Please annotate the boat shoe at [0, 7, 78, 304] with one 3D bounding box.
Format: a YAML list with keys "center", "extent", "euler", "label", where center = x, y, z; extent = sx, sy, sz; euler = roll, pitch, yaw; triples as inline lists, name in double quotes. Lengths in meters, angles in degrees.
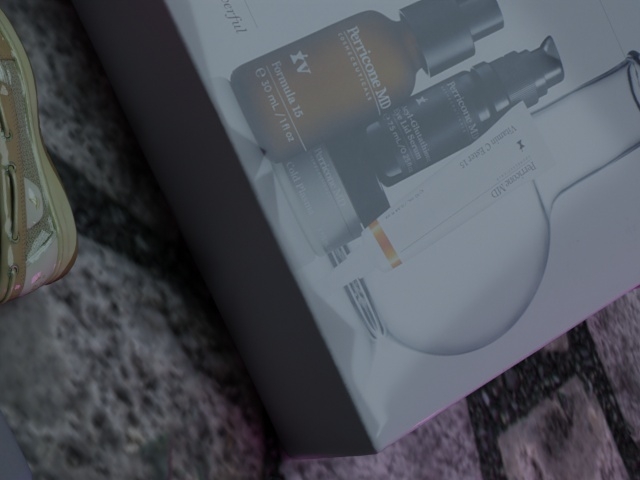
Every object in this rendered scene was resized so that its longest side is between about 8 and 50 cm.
- center: [-0.153, -0.048, 0.666]
  extent: [0.048, 0.056, 0.153]
  euler: [-30, 104, -61]
  label: "boat shoe"

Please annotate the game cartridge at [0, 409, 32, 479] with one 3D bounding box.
- center: [-0.196, 0.183, 0.472]
  extent: [0.230, 0.068, 0.355]
  euler: [62, 34, -3]
  label: "game cartridge"

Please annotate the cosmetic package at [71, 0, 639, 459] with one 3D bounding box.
- center: [0.034, -0.115, 0.832]
  extent: [0.284, 0.097, 0.377]
  euler: [-29, 96, -33]
  label: "cosmetic package"

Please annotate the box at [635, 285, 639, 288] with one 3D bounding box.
- center: [0.207, -0.125, 1.055]
  extent: [0.322, 0.232, 0.058]
  euler: [59, 35, -14]
  label: "box"
